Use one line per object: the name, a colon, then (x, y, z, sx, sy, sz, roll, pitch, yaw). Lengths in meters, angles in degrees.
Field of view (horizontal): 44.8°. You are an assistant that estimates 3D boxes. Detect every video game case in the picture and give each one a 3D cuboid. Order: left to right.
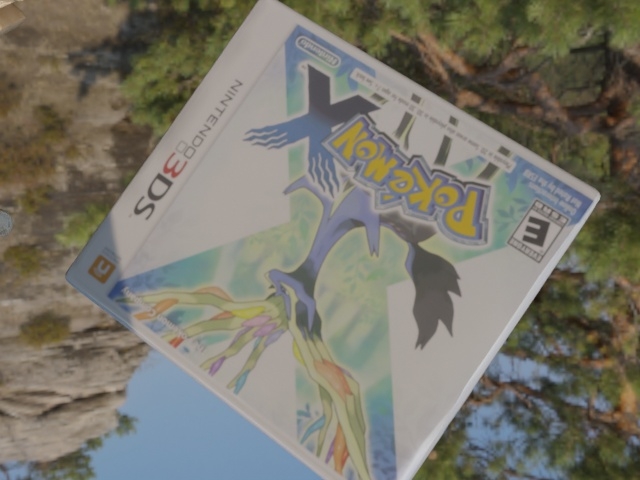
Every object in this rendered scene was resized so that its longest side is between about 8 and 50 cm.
video game case: (0.000, 0.000, 0.630, 0.329, 0.300, 0.036, 34, 178, 14)

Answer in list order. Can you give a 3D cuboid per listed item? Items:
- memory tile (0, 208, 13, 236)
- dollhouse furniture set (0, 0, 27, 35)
memory tile: (-0.472, -0.026, 0.972, 0.012, 0.113, 0.148, 23, 163, 49)
dollhouse furniture set: (-0.376, -0.364, 0.718, 0.362, 0.256, 0.394, -37, -163, 29)
